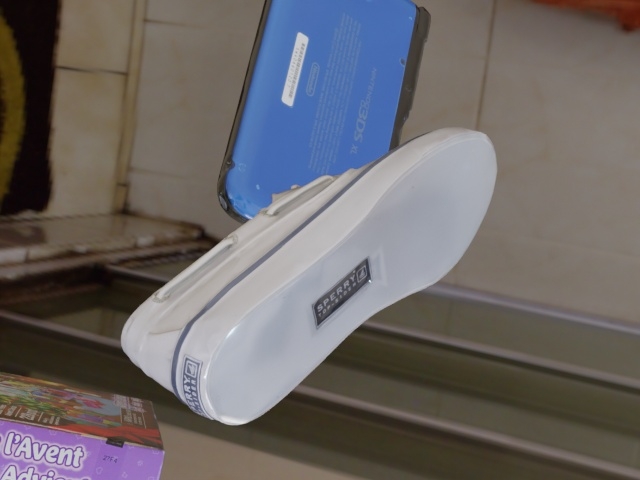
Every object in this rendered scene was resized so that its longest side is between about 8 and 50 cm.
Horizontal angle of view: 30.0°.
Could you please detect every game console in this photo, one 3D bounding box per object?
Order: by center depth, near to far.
[{"bbox_3d":[-0.005,-0.094,1.141,0.250,0.173,0.293,27,62,-31],"label":"game console"}]

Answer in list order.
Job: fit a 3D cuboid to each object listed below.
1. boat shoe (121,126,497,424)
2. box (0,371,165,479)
[{"bbox_3d":[0.000,0.000,0.671,0.258,0.084,0.095,-32,132,-38],"label":"boat shoe"},{"bbox_3d":[-0.205,0.121,0.755,0.293,0.201,0.057,166,-64,-80],"label":"box"}]
